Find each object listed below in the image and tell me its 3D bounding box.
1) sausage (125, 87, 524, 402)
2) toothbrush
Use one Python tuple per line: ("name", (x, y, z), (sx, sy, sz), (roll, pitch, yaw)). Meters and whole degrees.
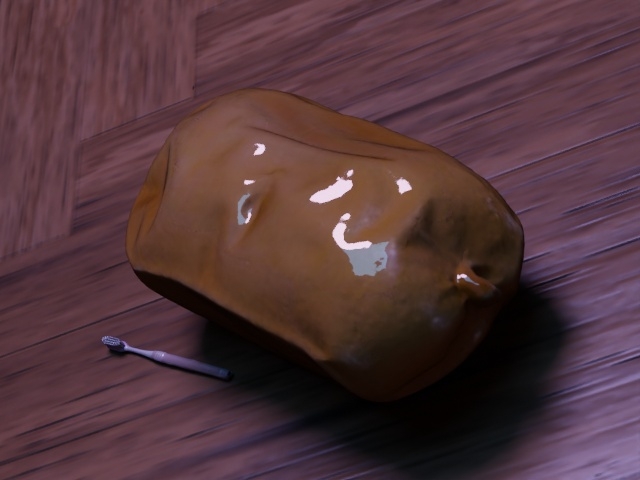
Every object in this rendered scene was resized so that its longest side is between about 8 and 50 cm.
("sausage", (-0.001, 0.000, 0.982), (0.241, 0.120, 0.136), (30, 82, 46))
("toothbrush", (-0.085, 0.064, 1.062), (0.097, 0.008, 0.006), (11, 71, 40))
